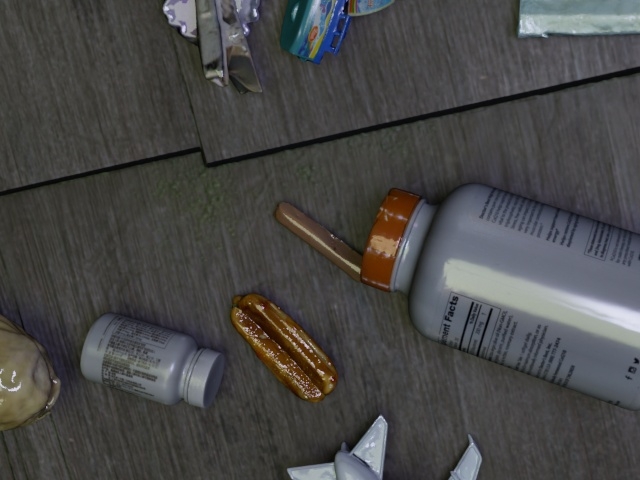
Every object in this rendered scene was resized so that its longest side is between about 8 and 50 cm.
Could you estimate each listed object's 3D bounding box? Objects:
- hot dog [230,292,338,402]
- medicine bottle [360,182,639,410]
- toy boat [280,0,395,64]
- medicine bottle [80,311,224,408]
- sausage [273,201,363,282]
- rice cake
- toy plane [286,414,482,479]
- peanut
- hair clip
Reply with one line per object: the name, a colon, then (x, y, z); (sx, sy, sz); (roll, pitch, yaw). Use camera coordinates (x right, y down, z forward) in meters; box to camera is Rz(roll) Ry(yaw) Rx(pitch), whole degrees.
hot dog: (-0.040, 0.110, 1.212); (0.144, 0.038, 0.062); (45, 112, 5)
medicine bottle: (0.187, 0.040, 1.071); (0.289, 0.157, 0.157); (19, 106, 11)
toy boat: (0.035, -0.249, 1.102); (0.110, 0.091, 0.175); (13, 104, -22)
medicine bottle: (-0.178, 0.131, 1.232); (0.140, 0.079, 0.079); (15, 105, 11)
sausage: (0.000, 0.000, 1.184); (0.116, 0.026, 0.026); (36, 109, 6)
rice cake: (0.289, -0.241, 1.044); (0.211, 0.038, 0.124); (6, 104, 14)
toy plane: (0.078, 0.318, 1.189); (0.251, 0.101, 0.255); (-32, 92, 8)
peanut: (-0.440, 0.147, 1.282); (0.313, 0.149, 0.149); (-6, 100, 21)
hair clip: (-0.119, -0.283, 1.132); (0.106, 0.084, 0.292); (-11, 94, 22)
